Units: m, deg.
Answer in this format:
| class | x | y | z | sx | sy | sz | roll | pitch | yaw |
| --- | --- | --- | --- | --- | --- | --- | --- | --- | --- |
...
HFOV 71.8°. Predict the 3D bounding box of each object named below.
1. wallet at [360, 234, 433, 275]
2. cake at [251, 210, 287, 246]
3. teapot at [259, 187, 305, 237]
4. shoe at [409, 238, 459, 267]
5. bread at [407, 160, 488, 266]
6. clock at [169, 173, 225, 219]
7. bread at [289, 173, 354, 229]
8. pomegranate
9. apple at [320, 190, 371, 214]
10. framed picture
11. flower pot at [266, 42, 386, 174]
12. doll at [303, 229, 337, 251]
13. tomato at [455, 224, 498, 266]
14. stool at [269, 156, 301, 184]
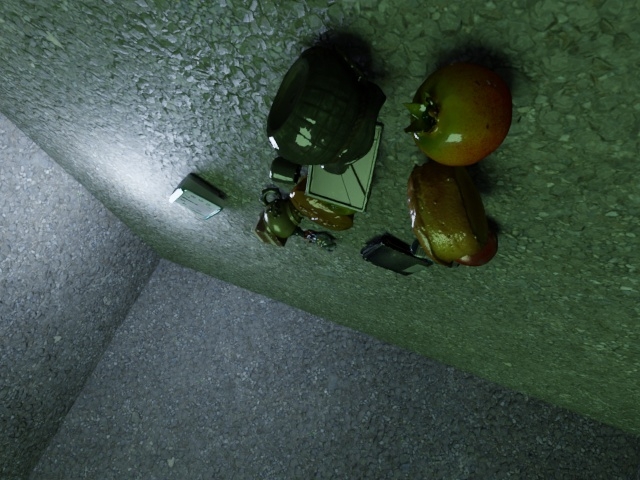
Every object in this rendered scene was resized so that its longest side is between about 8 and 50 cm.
| class | x | y | z | sx | sy | sz | roll | pitch | yaw |
| --- | --- | --- | --- | --- | --- | --- | --- | --- | --- |
| wallet | 0.332 | 0.069 | 1.948 | 0.262 | 0.072 | 0.221 | 26 | 154 | -11 |
| cake | -0.236 | -0.057 | 2.145 | 0.147 | 0.135 | 0.135 | 6 | 151 | 30 |
| teapot | -0.154 | -0.119 | 1.929 | 0.182 | 0.173 | 0.270 | -22 | 111 | 15 |
| shoe | 0.456 | 0.048 | 1.748 | 0.207 | 0.092 | 0.106 | 17 | 179 | 8 |
| bread | 0.364 | -0.083 | 1.264 | 0.172 | 0.313 | 0.312 | -15 | 138 | 32 |
| clock | -0.618 | -0.219 | 2.234 | 0.231 | 0.116 | 0.262 | 29 | 160 | -24 |
| bread | 0.014 | -0.139 | 1.694 | 0.269 | 0.143 | 0.195 | 28 | 158 | -14 |
| pomegranate | 0.292 | -0.270 | 0.963 | 0.256 | 0.221 | 0.220 | -15 | 177 | -30 |
| apple | 0.078 | -0.178 | 1.519 | 0.196 | 0.157 | 0.196 | 25 | 167 | 6 |
| framed picture | 0.066 | -0.241 | 1.366 | 0.213 | 0.016 | 0.290 | 18 | 124 | 15 |
| flower pot | 0.009 | -0.331 | 1.112 | 0.213 | 0.302 | 0.301 | 21 | 162 | -27 |
| doll | 0.000 | 0.000 | 2.131 | 0.194 | 0.062 | 0.105 | 21 | 121 | 29 |
| tomato | 0.518 | 0.016 | 1.494 | 0.167 | 0.168 | 0.167 | 21 | 158 | 9 |
| stool | -0.129 | -0.257 | 1.643 | 0.110 | 0.096 | 0.096 | 16 | 157 | 11 |
